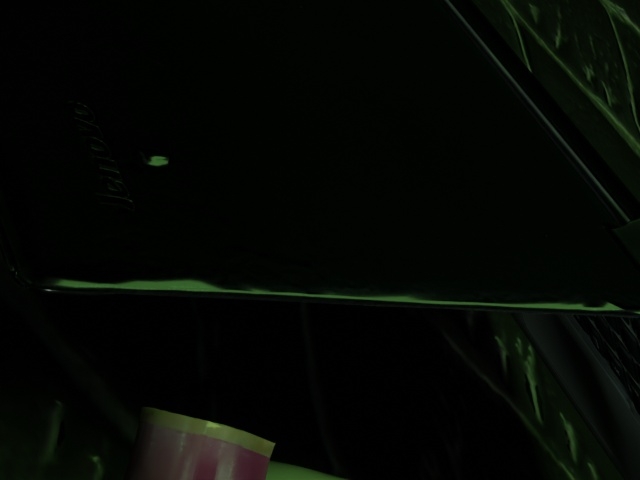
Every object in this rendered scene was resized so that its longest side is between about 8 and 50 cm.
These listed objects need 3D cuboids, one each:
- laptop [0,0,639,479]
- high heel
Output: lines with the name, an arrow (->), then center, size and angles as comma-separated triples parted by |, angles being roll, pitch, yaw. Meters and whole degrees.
laptop -> 0.000, 0.000, 0.865 | 0.382, 0.236, 0.408 | -119, -174, -49
high heel -> -0.018, 0.138, 0.667 | 0.244, 0.082, 0.117 | 42, 60, -69
